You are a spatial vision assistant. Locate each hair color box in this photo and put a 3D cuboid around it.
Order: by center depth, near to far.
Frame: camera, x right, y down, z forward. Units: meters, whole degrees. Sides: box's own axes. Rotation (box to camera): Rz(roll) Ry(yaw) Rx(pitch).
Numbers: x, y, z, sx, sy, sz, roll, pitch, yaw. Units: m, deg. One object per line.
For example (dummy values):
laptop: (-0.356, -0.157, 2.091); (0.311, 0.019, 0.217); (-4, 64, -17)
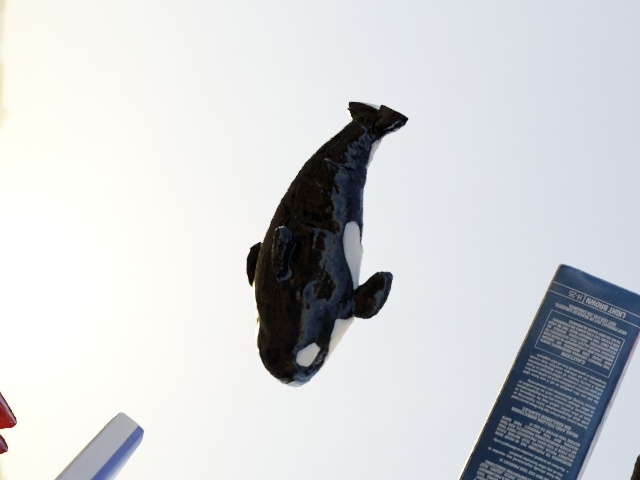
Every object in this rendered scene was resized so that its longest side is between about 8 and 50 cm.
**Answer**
hair color box: (0.209, 0.215, 1.542); (0.347, 0.105, 0.174); (-61, 166, -26)

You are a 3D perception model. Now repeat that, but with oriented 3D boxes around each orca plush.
orca plush: (0.000, 0.000, 1.491); (0.287, 0.151, 0.102); (-59, 159, 6)

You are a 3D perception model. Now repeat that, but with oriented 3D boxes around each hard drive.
hard drive: (-0.283, 0.302, 1.436); (0.210, 0.040, 0.319); (-53, 179, 23)

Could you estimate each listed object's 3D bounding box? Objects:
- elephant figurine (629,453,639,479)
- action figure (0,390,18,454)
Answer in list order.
elephant figurine: (0.367, 0.247, 1.468); (0.169, 0.186, 0.239); (-108, -163, -44)
action figure: (-0.412, 0.175, 1.310); (0.139, 0.280, 0.091); (60, 6, -14)
